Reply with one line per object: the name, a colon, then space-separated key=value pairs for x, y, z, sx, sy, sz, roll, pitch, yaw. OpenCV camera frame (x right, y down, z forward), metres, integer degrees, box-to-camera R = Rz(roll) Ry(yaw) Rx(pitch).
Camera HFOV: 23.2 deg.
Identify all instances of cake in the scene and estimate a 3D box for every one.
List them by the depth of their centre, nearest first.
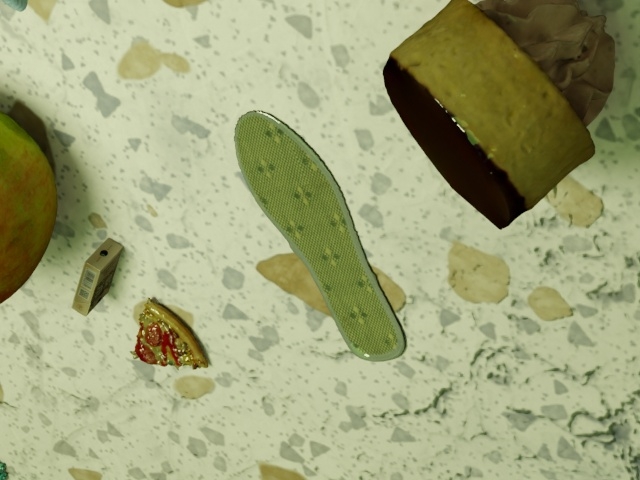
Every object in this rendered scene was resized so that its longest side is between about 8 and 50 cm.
cake: x=0.172 y=-0.136 z=1.359 sx=0.185 sy=0.178 sz=0.207 roll=50 pitch=170 yaw=16

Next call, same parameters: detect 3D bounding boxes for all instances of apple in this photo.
apple: x=-0.417 y=-0.040 z=1.725 sx=0.246 sy=0.226 sz=0.246 roll=16 pitch=139 yaw=14

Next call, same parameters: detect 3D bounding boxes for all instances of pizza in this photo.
pizza: x=-0.177 y=0.126 z=1.835 sx=0.099 sy=0.029 sz=0.100 roll=28 pitch=133 yaw=8

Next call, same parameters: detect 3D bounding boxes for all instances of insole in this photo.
insole: x=0.000 y=0.000 z=1.654 sx=0.109 sy=0.007 sz=0.322 roll=-12 pitch=116 yaw=37

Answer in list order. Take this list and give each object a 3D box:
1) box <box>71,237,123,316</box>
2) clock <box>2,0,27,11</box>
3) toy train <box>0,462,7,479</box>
box: x=-0.259 y=0.043 z=1.805 sx=0.024 sy=0.053 sz=0.083 roll=29 pitch=134 yaw=8
clock: x=-0.289 y=-0.342 z=1.472 sx=0.194 sy=0.100 sz=0.195 roll=37 pitch=98 yaw=-30
toy train: x=-0.451 y=0.343 z=2.148 sx=0.029 sy=0.045 sz=0.092 roll=14 pitch=127 yaw=24
